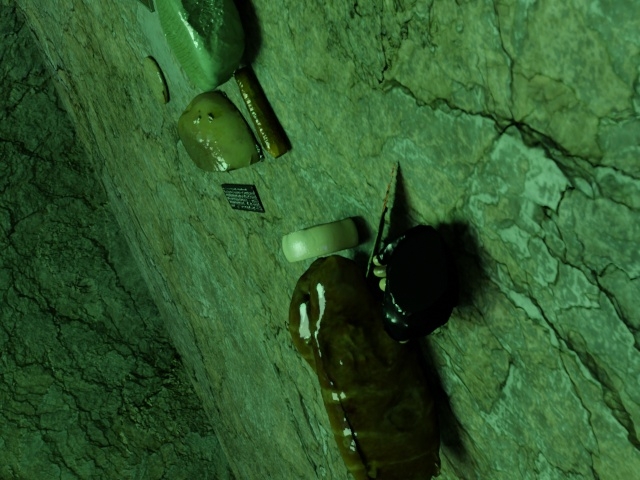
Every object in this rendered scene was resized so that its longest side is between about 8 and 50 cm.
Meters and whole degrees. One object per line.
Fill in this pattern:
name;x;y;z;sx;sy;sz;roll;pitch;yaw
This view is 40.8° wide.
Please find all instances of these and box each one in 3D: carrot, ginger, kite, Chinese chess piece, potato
carrot;-0.105;-0.221;1.473;0.171;0.042;0.042;65;159;3
ginger;0.066;0.210;1.380;0.254;0.176;0.419;-160;47;-78
kite;0.080;0.003;1.207;0.008;0.125;0.222;13;143;7
Chinese chess piece;0.000;0.000;1.356;0.122;0.122;0.051;166;89;-69
potato;-0.213;-0.213;1.665;0.243;0.098;0.138;22;132;59

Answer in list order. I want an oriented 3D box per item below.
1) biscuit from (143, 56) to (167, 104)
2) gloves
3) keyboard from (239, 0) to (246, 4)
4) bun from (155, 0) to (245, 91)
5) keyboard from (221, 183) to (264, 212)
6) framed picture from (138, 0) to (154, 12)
biscuit;-0.383;-0.372;1.999;0.120;0.015;0.120;51;156;33
gloves;0.124;0.060;1.151;0.203;0.124;0.165;12;-91;-80
keyboard;-0.173;-0.467;1.391;0.204;0.013;0.061;54;157;24
bun;-0.193;-0.356;1.426;0.221;0.108;0.221;55;164;24
keyboard;-0.166;-0.090;1.809;0.198;0.010;0.064;10;125;65
framed picture;-0.397;-0.558;1.825;0.149;0.011;0.109;45;151;43
